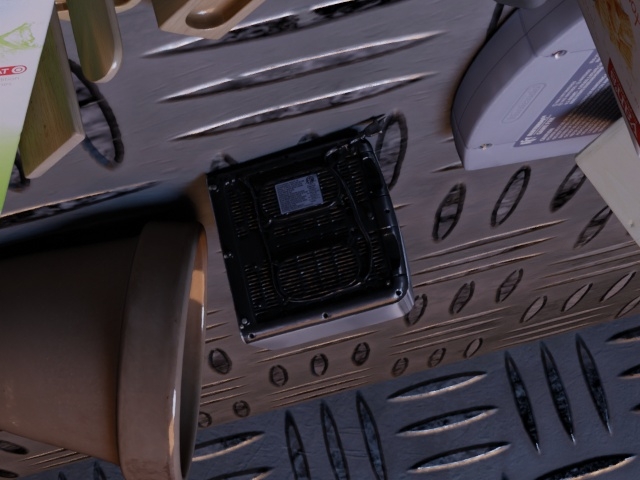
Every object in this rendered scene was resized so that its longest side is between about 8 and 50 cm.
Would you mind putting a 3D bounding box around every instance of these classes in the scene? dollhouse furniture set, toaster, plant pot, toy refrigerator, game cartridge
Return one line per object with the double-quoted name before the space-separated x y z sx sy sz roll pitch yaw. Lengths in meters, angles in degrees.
"dollhouse furniture set" -0.085 -0.118 0.667 0.151 0.123 0.144 2 157 -44
"toaster" 0.000 0.000 1.059 0.186 0.168 0.110 -16 166 6
"plant pot" -0.235 0.107 1.104 0.229 0.263 0.263 3 162 -1
"toy refrigerator" 0.351 -0.087 1.050 0.270 0.102 0.094 -24 165 -47
"game cartridge" 0.226 -0.148 0.979 0.196 0.060 0.294 -14 163 -17

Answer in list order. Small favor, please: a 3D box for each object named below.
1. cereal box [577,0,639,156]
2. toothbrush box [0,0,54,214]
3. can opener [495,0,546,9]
"cereal box" 0.193 -0.168 0.673 0.047 0.173 0.240 -17 163 4
"toothbrush box" -0.263 -0.100 0.575 0.206 0.122 0.283 -8 160 -25
"can opener" 0.091 -0.218 0.630 0.093 0.074 0.280 16 172 21
